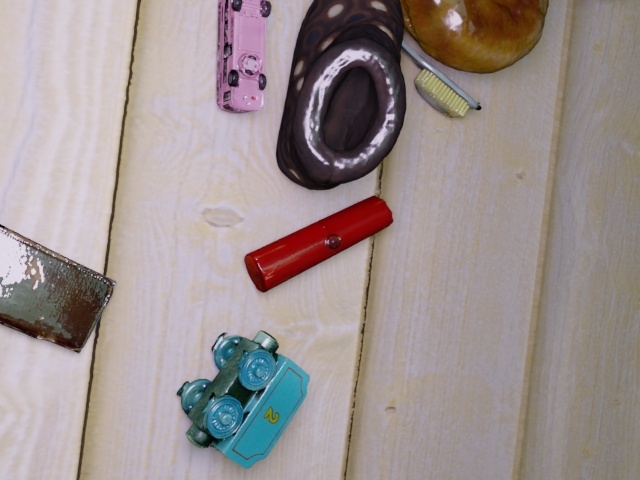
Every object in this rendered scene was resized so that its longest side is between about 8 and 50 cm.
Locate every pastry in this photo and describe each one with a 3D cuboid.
[{"bbox_3d":[0.288,-0.483,1.204,0.356,0.164,0.356,1,88,-34],"label":"pastry"}]

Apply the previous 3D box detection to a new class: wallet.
[{"bbox_3d":[-0.411,0.060,0.888,0.232,0.031,0.122,33,72,-31],"label":"wallet"}]

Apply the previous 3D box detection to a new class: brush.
[{"bbox_3d":[0.189,-0.317,1.223,0.297,0.068,0.060,34,98,-25],"label":"brush"}]

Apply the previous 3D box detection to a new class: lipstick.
[{"bbox_3d":[0.000,0.001,1.114,0.279,0.073,0.073,-27,107,-26],"label":"lipstick"}]

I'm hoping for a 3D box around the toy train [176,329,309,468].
[{"bbox_3d":[-0.120,0.253,1.034,0.163,0.112,0.203,46,72,-31],"label":"toy train"}]

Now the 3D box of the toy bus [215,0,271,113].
[{"bbox_3d":[-0.123,-0.302,1.006,0.063,0.090,0.203,1,92,-31],"label":"toy bus"}]

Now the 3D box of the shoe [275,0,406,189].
[{"bbox_3d":[0.048,-0.268,1.013,0.171,0.237,0.384,19,86,-16],"label":"shoe"}]
